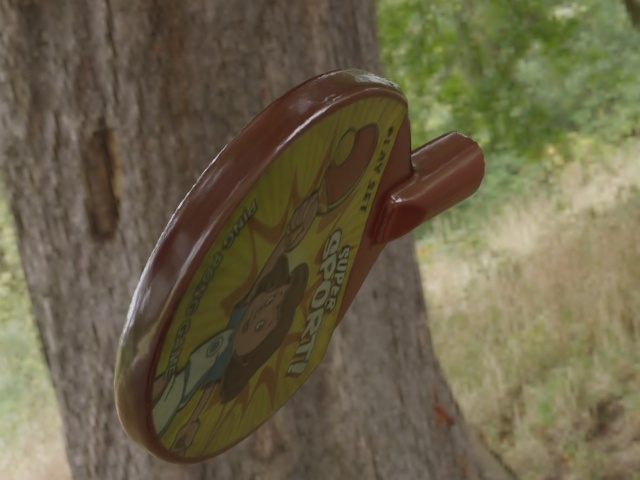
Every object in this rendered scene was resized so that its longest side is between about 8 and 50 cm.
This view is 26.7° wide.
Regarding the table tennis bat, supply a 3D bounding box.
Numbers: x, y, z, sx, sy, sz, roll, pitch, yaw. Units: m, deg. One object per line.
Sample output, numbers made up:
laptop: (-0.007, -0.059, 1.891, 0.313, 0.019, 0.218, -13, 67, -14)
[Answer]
table tennis bat: (0.000, 0.000, 0.676, 0.038, 0.200, 0.310, 30, 31, 21)
